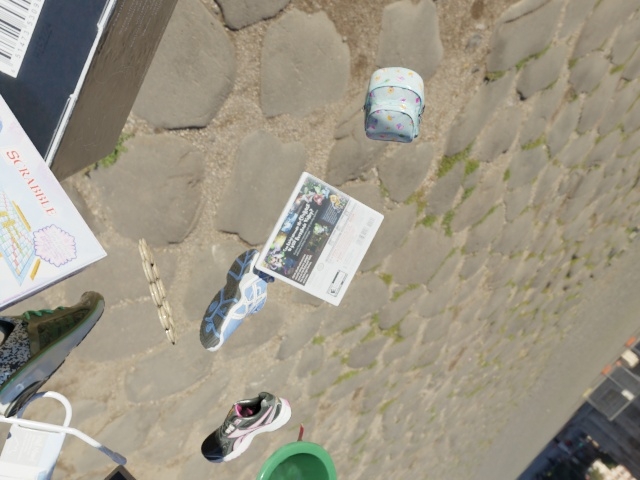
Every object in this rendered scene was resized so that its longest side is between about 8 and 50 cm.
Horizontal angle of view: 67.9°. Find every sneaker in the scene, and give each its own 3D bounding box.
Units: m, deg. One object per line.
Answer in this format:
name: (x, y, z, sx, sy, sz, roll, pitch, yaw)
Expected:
sneaker: (-0.662, 0.209, 1.123, 0.158, 0.410, 0.182, -42, 106, 16)
sneaker: (-0.142, 0.112, 0.857, 0.081, 0.080, 0.211, 50, 47, -28)
sneaker: (-0.146, 0.325, 0.856, 0.178, 0.072, 0.077, -36, 126, 1)

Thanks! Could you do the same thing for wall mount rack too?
wall mount rack: (-0.610, 0.531, 1.049, 0.304, 0.130, 0.349, 19, 89, -16)

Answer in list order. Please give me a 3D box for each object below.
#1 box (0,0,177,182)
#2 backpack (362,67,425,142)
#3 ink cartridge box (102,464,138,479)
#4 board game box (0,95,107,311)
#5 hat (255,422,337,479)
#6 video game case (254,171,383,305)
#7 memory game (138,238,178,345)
box: (-0.510, -0.402, 0.916, 0.298, 0.471, 0.479, 26, 102, -14)
backpack: (0.198, -0.362, 1.284, 0.188, 0.166, 0.144, 87, 17, -50)
ink cartridge box: (-0.294, 0.527, 0.836, 0.088, 0.193, 0.234, -43, 148, -34)
board game box: (-0.482, -0.045, 0.577, 0.066, 0.318, 0.318, -27, -173, 30)
hat: (-0.083, 0.457, 0.919, 0.209, 0.184, 0.172, 17, 75, -34)
video game case: (0.000, 0.000, 0.860, 0.173, 0.022, 0.190, 27, 90, -18)
memory game: (-0.265, 0.084, 0.783, 0.012, 0.186, 0.186, -18, 139, -15)
